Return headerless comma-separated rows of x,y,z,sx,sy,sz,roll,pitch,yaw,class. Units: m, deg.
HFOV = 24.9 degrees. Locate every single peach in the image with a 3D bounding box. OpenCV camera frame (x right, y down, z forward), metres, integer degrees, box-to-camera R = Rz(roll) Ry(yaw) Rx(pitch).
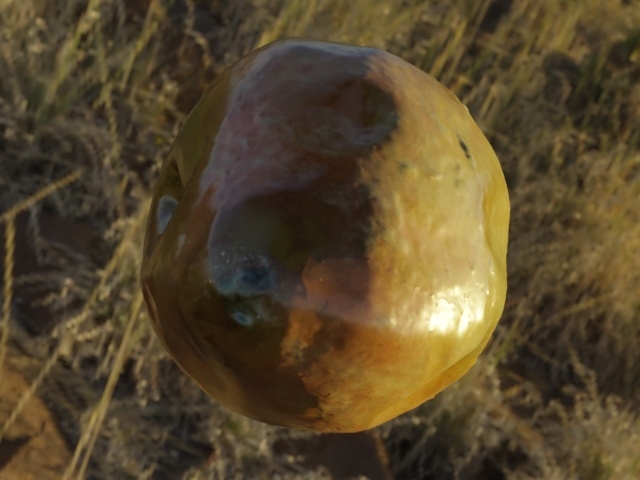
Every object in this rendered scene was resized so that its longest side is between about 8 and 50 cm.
0.000,0.000,0.778,0.214,0.214,0.235,25,18,3,peach
